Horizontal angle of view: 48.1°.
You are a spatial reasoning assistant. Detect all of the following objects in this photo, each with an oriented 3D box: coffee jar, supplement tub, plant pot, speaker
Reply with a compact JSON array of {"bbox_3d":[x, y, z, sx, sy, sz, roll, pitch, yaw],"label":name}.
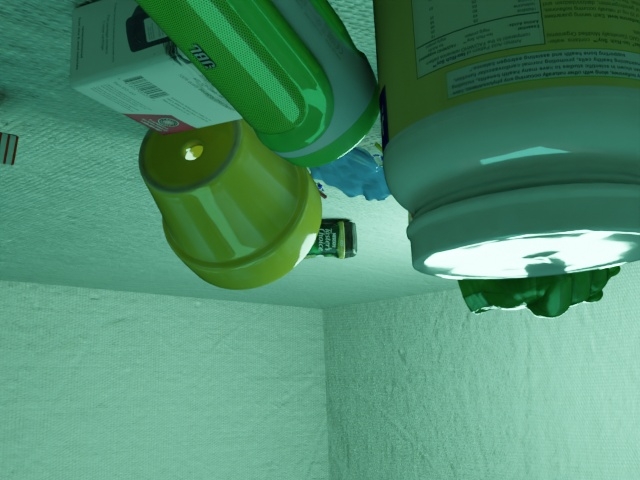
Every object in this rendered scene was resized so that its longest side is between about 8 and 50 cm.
[{"bbox_3d":[0.000,0.000,1.788,0.185,0.096,0.079,-2,170,-5],"label":"coffee jar"},{"bbox_3d":[0.168,-0.146,0.608,0.241,0.331,0.241,-2,167,0],"label":"supplement tub"},{"bbox_3d":[-0.150,-0.082,1.100,0.254,0.254,0.239,-6,153,16],"label":"plant pot"},{"bbox_3d":[-0.069,-0.193,0.590,0.131,0.131,0.296,-11,138,36],"label":"speaker"}]

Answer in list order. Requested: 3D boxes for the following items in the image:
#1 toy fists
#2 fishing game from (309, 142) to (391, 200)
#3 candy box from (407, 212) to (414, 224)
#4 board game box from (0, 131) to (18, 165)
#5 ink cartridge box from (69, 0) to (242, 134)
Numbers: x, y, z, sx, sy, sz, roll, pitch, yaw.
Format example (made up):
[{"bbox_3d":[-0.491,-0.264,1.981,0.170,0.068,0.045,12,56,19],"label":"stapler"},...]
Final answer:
[{"bbox_3d":[0.269,0.022,0.823,0.142,0.096,0.279,-16,-179,32],"label":"toy fists"},{"bbox_3d":[0.043,-0.129,1.230,0.189,0.041,0.264,36,157,-31],"label":"fishing game"},{"bbox_3d":[0.351,-0.037,1.501,0.317,0.087,0.183,-3,-153,1],"label":"candy box"},{"bbox_3d":[-0.532,-0.146,1.007,0.147,0.045,0.193,9,-177,-41],"label":"board game box"},{"bbox_3d":[-0.130,-0.209,0.804,0.237,0.100,0.172,-8,166,24],"label":"ink cartridge box"}]
